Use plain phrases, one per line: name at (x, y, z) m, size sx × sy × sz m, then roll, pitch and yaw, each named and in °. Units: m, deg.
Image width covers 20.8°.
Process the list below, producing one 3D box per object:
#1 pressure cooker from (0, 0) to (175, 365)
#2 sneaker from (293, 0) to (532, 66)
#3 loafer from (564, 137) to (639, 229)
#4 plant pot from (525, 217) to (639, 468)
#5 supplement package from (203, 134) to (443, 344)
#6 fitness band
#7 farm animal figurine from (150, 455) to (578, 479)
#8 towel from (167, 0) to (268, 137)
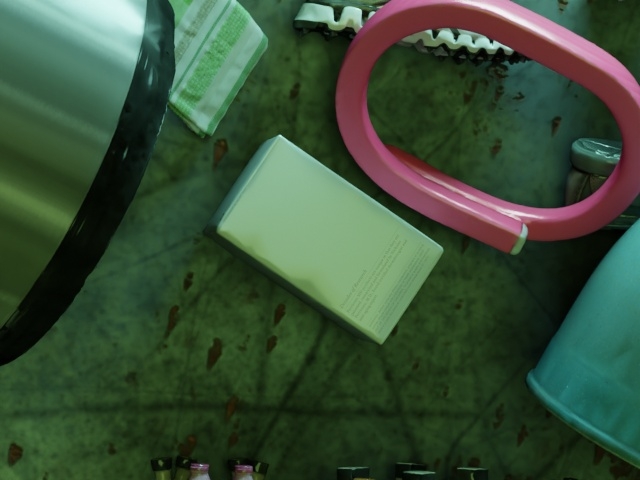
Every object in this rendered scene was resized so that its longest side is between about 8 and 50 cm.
pressure cooker at (-0.369, -0.127, 1.327) m, size 0.420 × 0.375 × 0.370 m, roll 27°, pitch 88°, yaw -25°
sneaker at (0.097, -0.221, 1.587) m, size 0.234 × 0.078 × 0.106 m, roll 9°, pitch 91°, yaw -8°
loafer at (0.358, -0.034, 1.638) m, size 0.267 × 0.096 × 0.084 m, roll 10°, pitch 108°, yaw -3°
plant pot at (0.355, 0.070, 1.508) m, size 0.271 × 0.271 × 0.255 m, roll 24°, pitch 99°, yaw -9°
supplement package at (0.000, 0.000, 1.555) m, size 0.179 × 0.105 × 0.105 m, roll 34°, pitch 84°, yaw -9°
fitness band at (0.153, -0.104, 1.549) m, size 0.291 × 0.054 × 0.209 m, roll 26°, pitch 122°, yaw -5°
farm animal figurine at (0.027, 0.282, 1.507) m, size 0.326 × 0.330 × 0.172 m, roll 5°, pitch 86°, yaw -38°
towel at (-0.111, -0.169, 1.528) m, size 0.023 × 0.152 × 0.113 m, roll 26°, pitch 81°, yaw 34°
